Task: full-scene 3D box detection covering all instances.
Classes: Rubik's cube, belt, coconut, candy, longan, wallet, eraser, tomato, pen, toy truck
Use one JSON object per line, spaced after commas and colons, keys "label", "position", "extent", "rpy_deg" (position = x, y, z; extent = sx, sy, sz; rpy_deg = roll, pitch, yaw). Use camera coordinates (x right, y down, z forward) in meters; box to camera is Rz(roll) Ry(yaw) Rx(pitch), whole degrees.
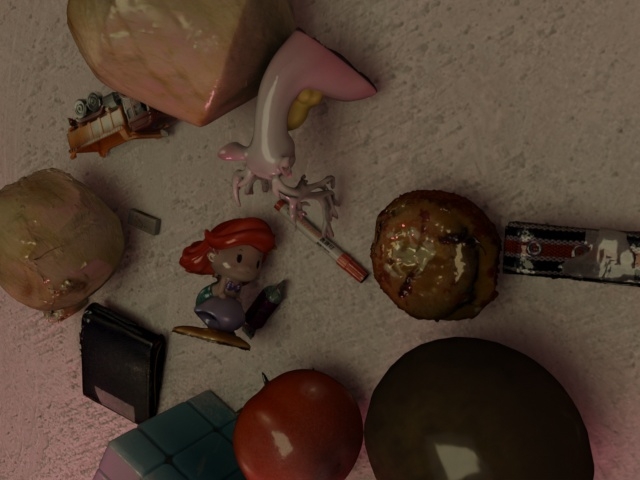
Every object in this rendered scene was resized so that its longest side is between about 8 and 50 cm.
{"label": "Rubik's cube", "position": [-0.282, 0.567, 1.777], "extent": [0.316, 0.322, 0.318], "rpy_deg": [38, 118, 21]}
{"label": "belt", "position": [0.456, 0.025, 1.294], "extent": [0.360, 0.126, 0.094], "rpy_deg": [4, 92, 27]}
{"label": "coconut", "position": [-0.231, -0.393, 1.502], "extent": [0.416, 0.415, 0.344], "rpy_deg": [23, 96, 26]}
{"label": "candy", "position": [-0.121, 0.141, 1.736], "extent": [0.175, 0.043, 0.045], "rpy_deg": [-54, 36, 29]}
{"label": "longan", "position": [0.255, 0.344, 1.369], "extent": [0.405, 0.336, 0.404], "rpy_deg": [30, 146, 22]}
{"label": "coconut", "position": [-0.578, 0.012, 1.853], "extent": [0.255, 0.297, 0.297], "rpy_deg": [31, 116, 25]}
{"label": "wallet", "position": [-0.468, 0.296, 1.989], "extent": [0.221, 0.071, 0.262], "rpy_deg": [20, 115, 22]}
{"label": "eraser", "position": [-0.396, -0.042, 1.880], "extent": [0.083, 0.019, 0.038], "rpy_deg": [21, 113, 27]}
{"label": "tomato", "position": [-0.041, 0.377, 1.623], "extent": [0.224, 0.256, 0.255], "rpy_deg": [30, 117, 41]}
{"label": "pen", "position": [0.000, 0.000, 1.635], "extent": [0.239, 0.028, 0.028], "rpy_deg": [41, 120, 18]}
{"label": "toy truck", "position": [-0.425, -0.260, 1.791], "extent": [0.271, 0.114, 0.135], "rpy_deg": [-17, 89, 35]}

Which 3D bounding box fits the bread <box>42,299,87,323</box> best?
{"label": "bread", "position": [-0.633, 0.132, 2.023], "extent": [0.082, 0.106, 0.125], "rpy_deg": [-33, 87, 27]}

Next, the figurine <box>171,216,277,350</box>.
{"label": "figurine", "position": [-0.198, 0.077, 1.686], "extent": [0.181, 0.208, 0.257], "rpy_deg": [16, 80, -9]}

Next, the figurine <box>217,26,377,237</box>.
{"label": "figurine", "position": [-0.034, -0.171, 1.510], "extent": [0.206, 0.284, 0.315], "rpy_deg": [37, 91, 25]}

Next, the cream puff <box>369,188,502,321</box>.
{"label": "cream puff", "position": [0.203, 0.025, 1.433], "extent": [0.240, 0.164, 0.239], "rpy_deg": [4, 97, 43]}
